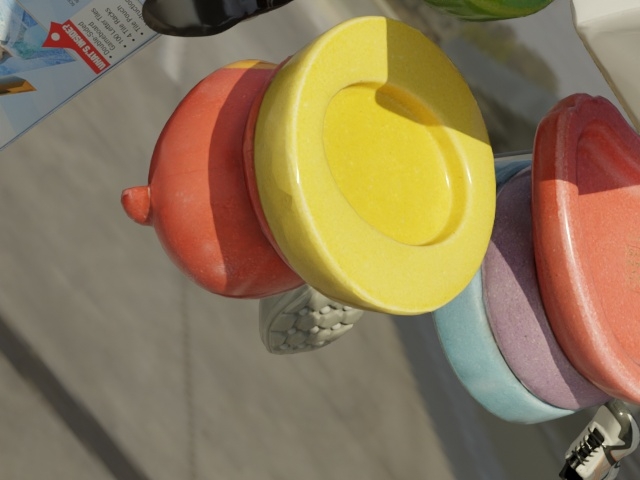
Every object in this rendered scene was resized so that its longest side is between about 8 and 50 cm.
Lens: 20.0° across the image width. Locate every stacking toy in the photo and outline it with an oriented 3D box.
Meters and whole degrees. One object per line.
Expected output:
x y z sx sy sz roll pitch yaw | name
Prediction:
0.063 -0.064 0.852 0.309 0.130 0.279 26 64 -40 | stacking toy

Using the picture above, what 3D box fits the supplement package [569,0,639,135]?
0.179 -0.203 0.708 0.177 0.175 0.293 35 45 -64 | supplement package

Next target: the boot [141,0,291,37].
-0.070 -0.147 1.144 0.114 0.106 0.037 -166 -115 -73 | boot

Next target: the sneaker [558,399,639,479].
0.219 0.164 1.434 0.040 0.044 0.109 56 -27 32 | sneaker

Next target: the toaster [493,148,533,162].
0.181 0.020 1.297 0.186 0.110 0.168 -5 -43 49 | toaster

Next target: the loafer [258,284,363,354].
0.000 0.000 1.772 0.319 0.112 0.111 114 -35 -50 | loafer

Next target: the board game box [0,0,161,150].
-0.315 -0.176 1.173 0.318 0.318 0.066 50 20 -22 | board game box
